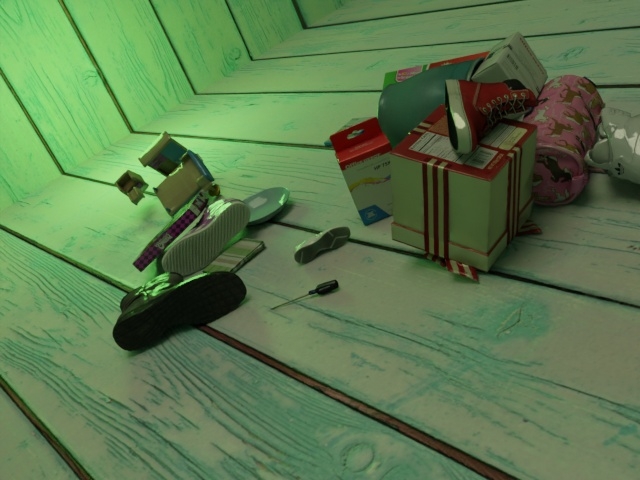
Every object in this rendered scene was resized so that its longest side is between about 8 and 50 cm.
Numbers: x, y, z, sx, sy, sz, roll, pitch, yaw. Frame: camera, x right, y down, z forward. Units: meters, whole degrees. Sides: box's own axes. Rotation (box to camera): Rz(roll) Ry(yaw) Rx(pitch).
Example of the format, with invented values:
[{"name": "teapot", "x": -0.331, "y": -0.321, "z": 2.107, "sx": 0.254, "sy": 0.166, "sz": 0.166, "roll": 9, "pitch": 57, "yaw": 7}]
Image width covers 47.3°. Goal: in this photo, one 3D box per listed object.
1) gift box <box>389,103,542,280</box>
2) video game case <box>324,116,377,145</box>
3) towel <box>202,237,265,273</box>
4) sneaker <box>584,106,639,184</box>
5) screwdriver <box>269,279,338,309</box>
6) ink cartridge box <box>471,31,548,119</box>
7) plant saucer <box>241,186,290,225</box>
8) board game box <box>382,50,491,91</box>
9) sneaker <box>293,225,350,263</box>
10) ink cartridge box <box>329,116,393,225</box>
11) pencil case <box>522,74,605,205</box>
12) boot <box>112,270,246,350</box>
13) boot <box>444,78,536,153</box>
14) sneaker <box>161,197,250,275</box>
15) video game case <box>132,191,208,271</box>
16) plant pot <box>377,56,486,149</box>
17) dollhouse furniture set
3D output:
[{"name": "gift box", "x": 0.302, "y": -0.089, "z": 1.484, "sx": 0.276, "sy": 0.258, "sz": 0.255, "roll": 26, "pitch": 50, "yaw": 33}, {"name": "video game case", "x": 0.103, "y": -0.361, "z": 2.410, "sx": 0.119, "sy": 0.015, "sz": 0.166, "roll": 5, "pitch": 38, "yaw": 44}, {"name": "towel", "x": -0.227, "y": 0.047, "z": 1.929, "sx": 0.152, "sy": 0.023, "sz": 0.113, "roll": -43, "pitch": 29, "yaw": -28}, {"name": "sneaker", "x": 0.697, "y": -0.235, "z": 1.496, "sx": 0.210, "sy": 0.137, "sz": 0.366, "roll": 20, "pitch": 52, "yaw": 33}, {"name": "screwdriver", "x": -0.039, "y": 0.121, "z": 1.626, "sx": 0.169, "sy": 0.025, "sz": 0.024, "roll": -18, "pitch": 27, "yaw": 12}, {"name": "ink cartridge box", "x": 0.451, "y": -0.386, "z": 1.727, "sx": 0.082, "sy": 0.140, "sz": 0.191, "roll": -28, "pitch": 17, "yaw": 41}, {"name": "plant saucer", "x": -0.171, "y": -0.089, "z": 2.111, "sx": 0.194, "sy": 0.037, "sz": 0.195, "roll": -19, "pitch": 27, "yaw": 10}, {"name": "board game box", "x": 0.368, "y": -0.405, "z": 2.026, "sx": 0.316, "sy": 0.242, "sz": 0.064, "roll": -4, "pitch": 67, "yaw": 34}, {"name": "sneaker", "x": 0.000, "y": 0.000, "z": 1.786, "sx": 0.152, "sy": 0.054, "sz": 0.061, "roll": -25, "pitch": 23, "yaw": -1}, {"name": "ink cartridge box", "x": 0.123, "y": -0.169, "z": 1.793, "sx": 0.134, "sy": 0.231, "sz": 0.078, "roll": -23, "pitch": 26, "yaw": 4}, {"name": "pencil case", "x": 0.538, "y": -0.231, "z": 1.647, "sx": 0.167, "sy": 0.160, "sz": 0.386, "roll": -22, "pitch": 22, "yaw": 39}, {"name": "boot", "x": -0.348, "y": 0.127, "z": 1.782, "sx": 0.338, "sy": 0.118, "sz": 0.223, "roll": -20, "pitch": 21, "yaw": 0}, {"name": "boot", "x": 0.332, "y": -0.246, "z": 1.403, "sx": 0.176, "sy": 0.088, "sz": 0.244, "roll": 0, "pitch": 36, "yaw": 7}, {"name": "sneaker", "x": -0.322, "y": -0.014, "z": 2.020, "sx": 0.282, "sy": 0.102, "sz": 0.161, "roll": -37, "pitch": 25, "yaw": -8}, {"name": "video game case", "x": -0.422, "y": -0.028, "z": 2.076, "sx": 0.232, "sy": 0.042, "sz": 0.210, "roll": -43, "pitch": 12, "yaw": 11}, {"name": "plant pot", "x": 0.292, "y": -0.313, "z": 1.839, "sx": 0.255, "sy": 0.272, "sz": 0.272, "roll": 3, "pitch": 36, "yaw": 31}, {"name": "dollhouse furniture set", "x": -0.484, "y": -0.165, "z": 2.487, "sx": 0.286, "sy": 0.198, "sz": 0.303, "roll": -44, "pitch": 58, "yaw": 7}]
